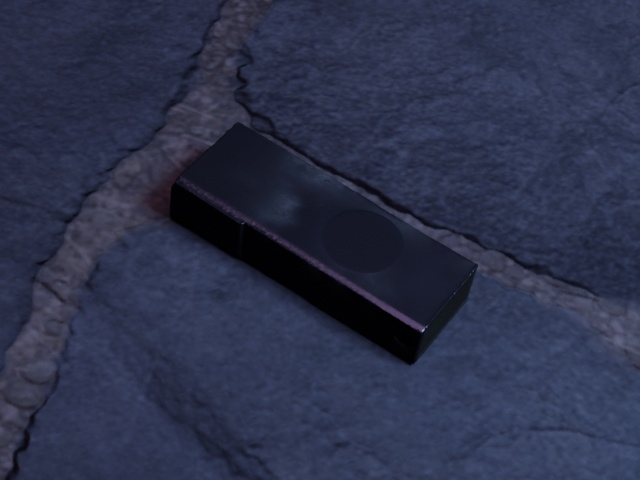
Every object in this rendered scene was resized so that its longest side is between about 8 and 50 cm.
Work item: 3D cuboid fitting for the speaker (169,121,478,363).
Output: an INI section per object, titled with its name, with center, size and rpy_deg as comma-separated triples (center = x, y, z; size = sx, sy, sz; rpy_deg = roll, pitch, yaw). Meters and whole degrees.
[speaker]
center = 0.000, 0.000, 1.119
size = 0.218, 0.044, 0.082
rpy_deg = 32, 53, 18
